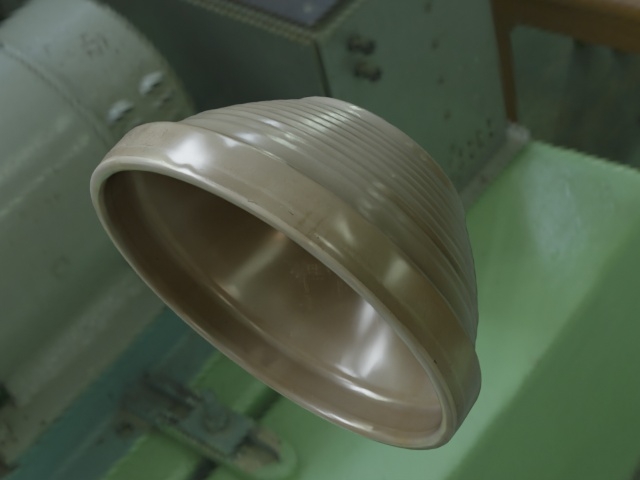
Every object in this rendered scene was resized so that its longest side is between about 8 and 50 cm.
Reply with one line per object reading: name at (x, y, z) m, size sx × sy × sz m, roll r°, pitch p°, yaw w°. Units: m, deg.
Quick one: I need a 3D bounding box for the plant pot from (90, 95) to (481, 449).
plant pot at (0.000, 0.000, 0.781) m, size 0.237 × 0.237 × 0.109 m, roll 21°, pitch 63°, yaw 33°
